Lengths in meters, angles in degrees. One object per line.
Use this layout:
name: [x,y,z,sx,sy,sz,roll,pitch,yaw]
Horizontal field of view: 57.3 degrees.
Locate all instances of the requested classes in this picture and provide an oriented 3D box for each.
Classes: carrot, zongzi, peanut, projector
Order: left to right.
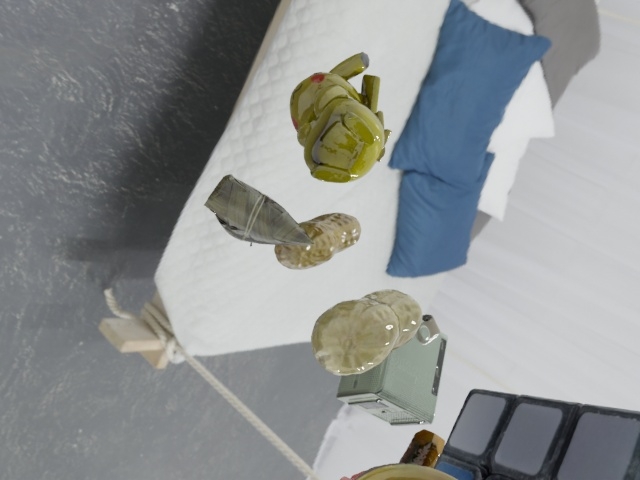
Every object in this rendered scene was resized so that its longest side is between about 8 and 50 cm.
zongzi: [-0.083,-0.019,0.976,0.084,0.184,0.187,-61,170,-8]
peanut: [0.000,0.000,1.230,0.226,0.108,0.095,-22,119,-43]
peanut: [0.089,0.143,0.967,0.256,0.123,0.124,-12,128,-51]
carrot: [0.129,0.482,1.035,0.314,0.066,0.066,-56,151,-21]
projector: [0.158,0.258,1.261,0.177,0.163,0.243,33,58,-25]

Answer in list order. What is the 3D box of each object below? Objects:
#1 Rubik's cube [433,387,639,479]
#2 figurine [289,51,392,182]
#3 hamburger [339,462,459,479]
Rubik's cube: [0.334,0.421,0.714,0.363,0.358,0.362,-60,-169,-14]
figurine: [0.036,-0.251,1.173,0.169,0.327,0.218,19,121,-33]
hamburger: [0.061,0.269,0.450,0.175,0.175,0.137,-26,140,-40]
